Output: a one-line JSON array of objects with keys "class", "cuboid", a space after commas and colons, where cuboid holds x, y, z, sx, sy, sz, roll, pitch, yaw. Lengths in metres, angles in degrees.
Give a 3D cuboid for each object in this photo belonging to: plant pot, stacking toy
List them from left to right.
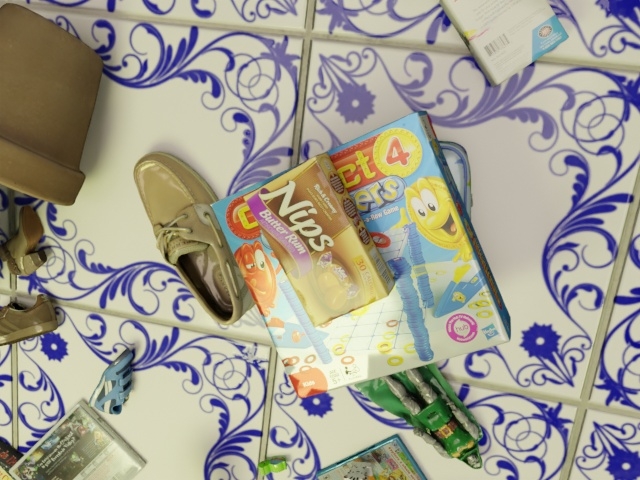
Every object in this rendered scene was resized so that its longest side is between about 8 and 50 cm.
[{"class": "plant pot", "cuboid": [-0.441, -0.207, 0.812, 0.263, 0.263, 0.229, 28, 87, 4]}, {"class": "stacking toy", "cuboid": [0.001, 0.461, 0.935, 0.221, 0.052, 0.167, -5, 102, 23]}]

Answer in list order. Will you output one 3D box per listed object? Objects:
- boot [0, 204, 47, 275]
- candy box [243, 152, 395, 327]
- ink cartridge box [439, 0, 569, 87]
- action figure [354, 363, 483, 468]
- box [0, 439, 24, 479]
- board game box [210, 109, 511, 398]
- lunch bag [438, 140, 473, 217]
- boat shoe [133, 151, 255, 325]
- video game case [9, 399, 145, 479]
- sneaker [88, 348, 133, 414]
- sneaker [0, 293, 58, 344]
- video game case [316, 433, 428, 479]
[{"class": "boot", "cuboid": [-0.530, 0.005, 0.962, 0.087, 0.042, 0.118, -13, 93, 21]}, {"class": "candy box", "cuboid": [0.000, 0.000, 0.672, 0.109, 0.053, 0.186, -26, 96, 22]}, {"class": "ink cartridge box", "cuboid": [0.231, -0.312, 0.731, 0.104, 0.061, 0.181, -33, 95, 15]}, {"class": "action figure", "cuboid": [0.181, 0.277, 0.873, 0.137, 0.063, 0.232, -42, 95, 13]}, {"class": "box", "cuboid": [-0.671, 0.467, 1.086, 0.233, 0.044, 0.159, 32, 106, 3]}, {"class": "board game box", "cuboid": [0.052, 0.027, 0.737, 0.308, 0.086, 0.302, -22, 96, 21]}, {"class": "lunch bag", "cuboid": [0.108, -0.060, 0.793, 0.219, 0.090, 0.176, -2, 104, 16]}, {"class": "boat shoe", "cuboid": [-0.204, -0.004, 0.864, 0.109, 0.098, 0.302, -29, 95, 15]}, {"class": "video game case", "cuboid": [-0.455, 0.425, 1.026, 0.190, 0.022, 0.173, -44, 92, 3]}, {"class": "sneaker", "cuboid": [-0.359, 0.253, 0.976, 0.059, 0.053, 0.144, 33, 115, 3]}, {"class": "sneaker", "cuboid": [-0.564, 0.150, 0.996, 0.188, 0.066, 0.071, -15, 82, 9]}, {"class": "video game case", "cuboid": [0.092, 0.417, 0.942, 0.166, 0.015, 0.119, -31, 94, 16]}]
